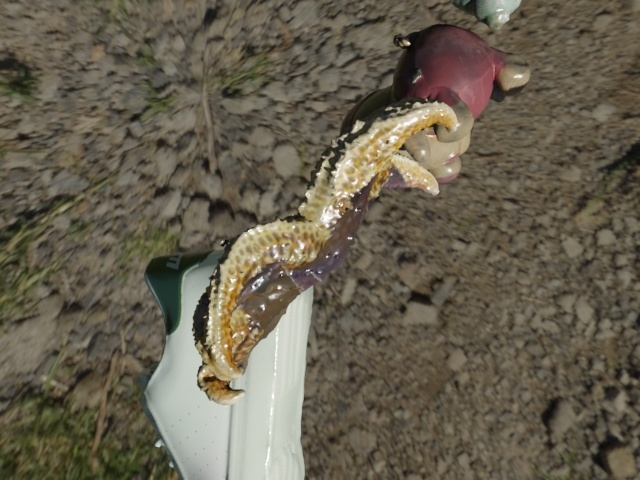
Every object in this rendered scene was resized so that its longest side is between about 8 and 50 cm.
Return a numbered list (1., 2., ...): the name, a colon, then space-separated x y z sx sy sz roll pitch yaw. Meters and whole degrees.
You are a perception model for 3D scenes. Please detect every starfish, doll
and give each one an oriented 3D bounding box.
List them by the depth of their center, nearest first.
1. starfish: -0.001 -0.002 0.723 0.071 0.216 0.238 43 118 4
2. doll: 0.131 -0.151 1.393 0.196 0.256 0.152 -1 70 -27

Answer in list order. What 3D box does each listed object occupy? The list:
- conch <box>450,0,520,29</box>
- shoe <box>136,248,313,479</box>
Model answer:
1. conch: 0.207 -0.401 1.434 0.220 0.195 0.277 -4 83 29
2. shoe: -0.101 0.180 1.035 0.160 0.132 0.363 8 103 17
